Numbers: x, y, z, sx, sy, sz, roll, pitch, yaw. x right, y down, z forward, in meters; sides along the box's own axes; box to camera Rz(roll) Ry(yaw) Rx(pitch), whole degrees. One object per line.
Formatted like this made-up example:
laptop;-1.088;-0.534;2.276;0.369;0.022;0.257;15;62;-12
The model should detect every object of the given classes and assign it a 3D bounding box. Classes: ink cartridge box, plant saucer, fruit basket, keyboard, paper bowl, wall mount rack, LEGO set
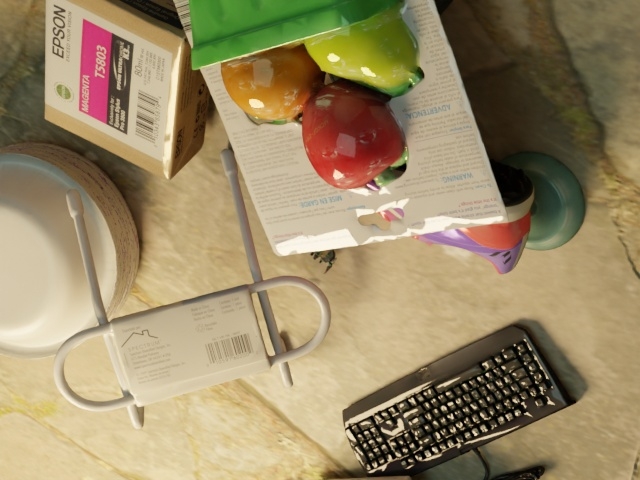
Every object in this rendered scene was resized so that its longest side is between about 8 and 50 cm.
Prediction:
ink cartridge box;-0.231;-0.212;1.664;0.193;0.088;0.234;26;138;13
plant saucer;0.237;-0.041;1.563;0.119;0.021;0.119;12;117;26
fruit basket;0.017;-0.165;1.466;0.327;0.165;0.353;-10;112;40
keyboard;0.177;0.245;1.718;0.317;0.033;0.201;-32;93;37
paper bowl;-0.397;0.019;1.841;0.284;0.148;0.284;4;105;14
wall mount rack;-0.174;0.066;1.736;0.350;0.130;0.304;-15;108;-2
LEGO set;0.002;-0.001;1.721;0.054;0.023;0.083;11;102;18

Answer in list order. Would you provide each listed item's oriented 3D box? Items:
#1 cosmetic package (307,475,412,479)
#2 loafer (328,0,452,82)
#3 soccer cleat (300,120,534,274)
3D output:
cosmetic package;0.037;0.405;1.775;0.184;0.151;0.151;-13;108;42
loafer;0.082;-0.257;1.519;0.084;0.096;0.267;44;128;14
soccer cleat;0.093;-0.057;1.583;0.318;0.109;0.116;21;131;29
